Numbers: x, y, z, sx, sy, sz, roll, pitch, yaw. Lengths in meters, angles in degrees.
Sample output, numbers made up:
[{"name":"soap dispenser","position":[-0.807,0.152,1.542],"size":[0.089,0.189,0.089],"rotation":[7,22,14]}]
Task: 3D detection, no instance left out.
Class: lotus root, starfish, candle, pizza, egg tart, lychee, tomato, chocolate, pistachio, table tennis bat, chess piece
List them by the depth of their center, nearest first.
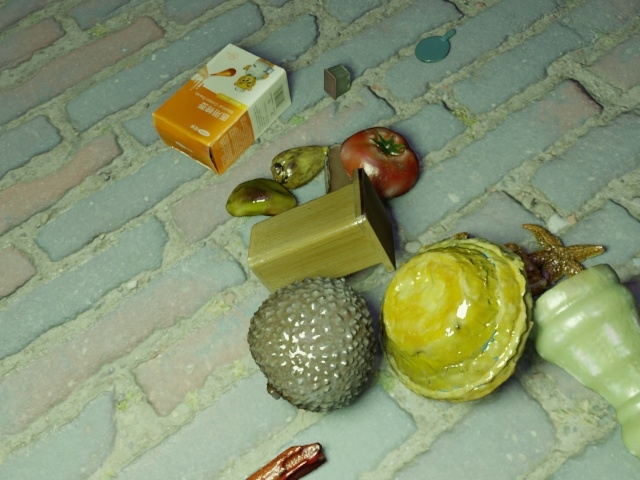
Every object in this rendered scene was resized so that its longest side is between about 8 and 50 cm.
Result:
[{"name":"chess piece","position":[0.627,0.279,1.363],"size":[0.234,0.234,0.442],"rotation":[-27,61,-10]},{"name":"candle","position":[-0.124,0.508,1.391],"size":[0.301,0.084,0.059],"rotation":[-33,28,-7]},{"name":"lychee","position":[-0.010,0.221,1.427],"size":[0.300,0.300,0.300],"rotation":[-3,57,5]},{"name":"egg tart","position":[0.264,0.147,1.438],"size":[0.388,0.169,0.388],"rotation":[-23,53,33]},{"name":"pizza","position":[0.380,0.055,1.593],"size":[0.305,0.085,0.161],"rotation":[13,71,20]},{"name":"starfish","position":[0.560,0.044,1.618],"size":[0.227,0.043,0.240],"rotation":[-27,56,-11]},{"name":"tomato","position":[0.161,-0.218,1.755],"size":[0.225,0.085,0.225],"rotation":[11,55,-16]},{"name":"chocolate","position":[0.074,-0.133,1.758],"size":[0.161,0.083,0.261],"rotation":[15,52,-16]},{"name":"pistachio","position":[-0.157,-0.112,1.766],"size":[0.189,0.100,0.110],"rotation":[-1,61,8]},{"name":"lotus root","position":[-0.043,-0.207,1.824],"size":[0.190,0.094,0.108],"rotation":[-24,79,-18]},{"name":"table tennis bat","position":[0.355,-0.597,2.065],"size":[0.100,0.019,0.155],"rotation":[37,70,26]}]

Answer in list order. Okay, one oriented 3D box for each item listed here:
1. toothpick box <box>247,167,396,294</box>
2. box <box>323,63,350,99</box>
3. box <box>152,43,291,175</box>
[{"name":"toothpick box","position":[0.000,0.000,1.574],"size":[0.308,0.190,0.187],"rotation":[-20,41,19]},{"name":"box","position":[0.050,-0.469,1.981],"size":[0.063,0.085,0.060],"rotation":[-30,58,-18]},{"name":"box","position":[-0.275,-0.374,1.922],"size":[0.225,0.143,0.341],"rotation":[30,65,23]}]
